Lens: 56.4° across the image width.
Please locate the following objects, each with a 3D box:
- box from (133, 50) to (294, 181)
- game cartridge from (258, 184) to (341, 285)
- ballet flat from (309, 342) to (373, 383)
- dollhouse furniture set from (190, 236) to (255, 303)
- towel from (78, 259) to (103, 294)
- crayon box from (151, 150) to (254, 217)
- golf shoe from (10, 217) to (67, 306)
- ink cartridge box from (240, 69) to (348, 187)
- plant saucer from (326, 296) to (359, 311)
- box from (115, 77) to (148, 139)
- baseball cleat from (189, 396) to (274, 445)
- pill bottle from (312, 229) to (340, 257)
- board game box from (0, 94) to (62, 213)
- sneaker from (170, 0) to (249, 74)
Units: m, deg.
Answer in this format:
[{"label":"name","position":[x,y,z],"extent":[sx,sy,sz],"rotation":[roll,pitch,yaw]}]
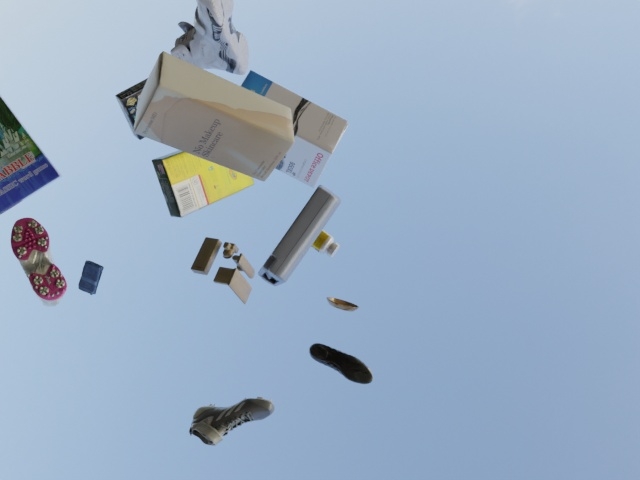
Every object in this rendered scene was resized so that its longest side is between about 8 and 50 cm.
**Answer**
[{"label":"box","position":[-0.225,-0.260,1.287],"extent":[0.148,0.311,0.121],"rotation":[-48,-143,38]},{"label":"game cartridge","position":[-0.042,-0.007,1.143],"extent":[0.198,0.062,0.297],"rotation":[-51,-178,-9]},{"label":"ballet flat","position":[0.052,0.297,1.462],"extent":[0.173,0.049,0.058],"rotation":[27,-89,9]},{"label":"dollhouse furniture set","position":[-0.286,0.090,1.802],"extent":[0.151,0.123,0.144],"rotation":[8,-119,24]},{"label":"towel","position":[-0.801,0.129,2.080],"extent":[0.067,0.120,0.029],"rotation":[25,-156,0]},{"label":"crayon box","position":[-0.390,-0.227,2.027],"extent":[0.318,0.202,0.081],"rotation":[-28,-157,-37]},{"label":"golf shoe","position":[-0.895,0.075,1.882],"extent":[0.115,0.140,0.306],"rotation":[-17,-111,-30]},{"label":"ink cartridge box","position":[-0.133,-0.396,2.179],"extent":[0.394,0.285,0.166],"rotation":[27,-115,-4]},{"label":"plant saucer","position":[0.052,0.156,1.440],"extent":[0.083,0.083,0.015],"rotation":[18,-87,38]},{"label":"box","position":[-0.588,-0.483,2.111],"extent":[0.220,0.175,0.051],"rotation":[-36,-128,-20]},{"label":"baseball cleat","position":[-0.208,0.430,1.404],"extent":[0.205,0.072,0.109],"rotation":[-14,-147,15]},{"label":"pill bottle","position":[0.000,0.000,1.822],"extent":[0.116,0.065,0.065],"rotation":[36,-105,12]},{"label":"board game box","position":[-0.802,-0.186,1.301],"extent":[0.318,0.318,0.066],"rotation":[-37,-165,-13]},{"label":"sneaker","position":[-0.352,-0.623,1.757],"extent":[0.210,0.366,0.138],"rotation":[3,-112,11]}]
